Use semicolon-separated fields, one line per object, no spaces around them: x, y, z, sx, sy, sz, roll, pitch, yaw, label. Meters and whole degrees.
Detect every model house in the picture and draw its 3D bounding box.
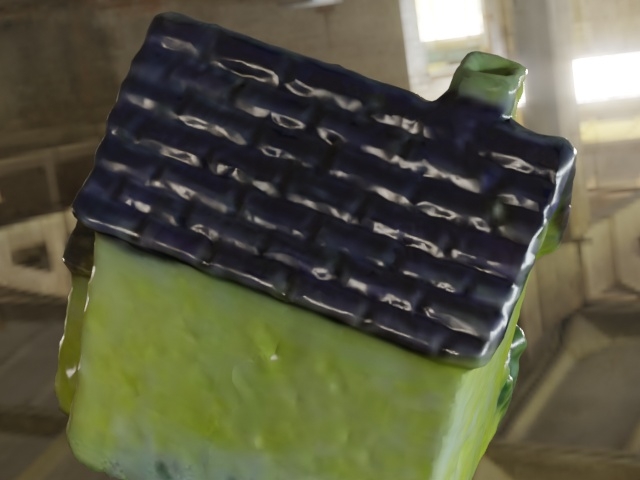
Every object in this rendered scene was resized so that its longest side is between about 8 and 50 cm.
0.000;0.000;0.564;0.194;0.211;0.170;22;-148;15;model house
